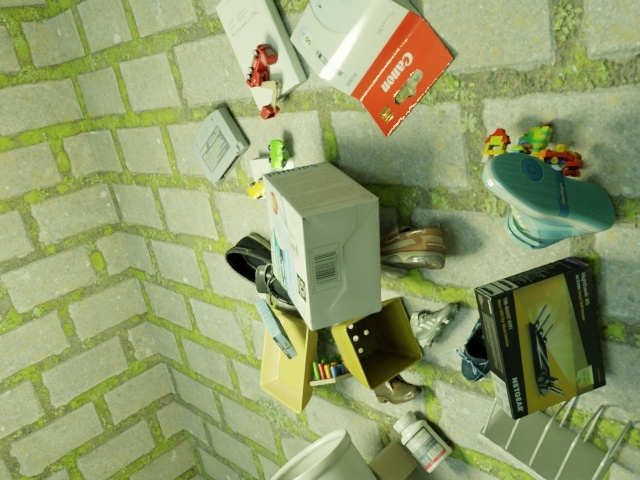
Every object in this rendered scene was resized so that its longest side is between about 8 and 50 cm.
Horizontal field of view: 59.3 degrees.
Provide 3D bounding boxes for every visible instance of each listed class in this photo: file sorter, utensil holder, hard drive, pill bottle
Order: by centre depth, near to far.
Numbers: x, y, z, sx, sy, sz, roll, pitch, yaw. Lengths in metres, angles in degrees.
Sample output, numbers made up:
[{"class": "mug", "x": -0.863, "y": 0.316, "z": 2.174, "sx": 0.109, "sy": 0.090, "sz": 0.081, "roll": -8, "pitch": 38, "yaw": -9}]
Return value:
[{"class": "file sorter", "x": 0.570, "y": 0.457, "z": 1.376, "sx": 0.278, "sy": 0.193, "sz": 0.173, "roll": 30, "pitch": 129, "yaw": 34}, {"class": "hard drive", "x": -0.188, "y": -0.608, "z": 1.733, "sx": 0.233, "sy": 0.047, "sz": 0.352, "roll": -18, "pitch": 97, "yaw": 52}, {"class": "pill bottle", "x": 0.327, "y": 0.648, "z": 1.827, "sx": 0.180, "sy": 0.108, "sz": 0.108, "roll": 45, "pitch": 139, "yaw": 22}, {"class": "utensil holder", "x": 0.063, "y": 0.878, "z": 1.851, "sx": 0.385, "sy": 0.328, "sz": 0.327, "roll": 54, "pitch": 141, "yaw": 6}]

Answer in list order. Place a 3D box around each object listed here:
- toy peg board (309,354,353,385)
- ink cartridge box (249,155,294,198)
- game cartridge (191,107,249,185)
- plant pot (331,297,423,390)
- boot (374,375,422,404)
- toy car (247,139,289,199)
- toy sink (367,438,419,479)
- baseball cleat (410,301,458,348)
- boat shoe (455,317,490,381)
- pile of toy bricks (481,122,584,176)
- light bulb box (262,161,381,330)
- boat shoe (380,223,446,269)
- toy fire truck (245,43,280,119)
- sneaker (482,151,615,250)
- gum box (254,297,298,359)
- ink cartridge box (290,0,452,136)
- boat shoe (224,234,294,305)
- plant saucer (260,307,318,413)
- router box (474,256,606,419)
[{"class": "toy peg board", "x": 0.058, "y": 0.450, "z": 1.988, "sx": 0.161, "sy": 0.161, "sz": 0.079, "roll": -28, "pitch": 75, "yaw": 52}, {"class": "ink cartridge box", "x": -0.149, "y": -0.219, "z": 1.937, "sx": 0.179, "sy": 0.045, "sz": 0.145, "roll": -1, "pitch": 111, "yaw": 29}, {"class": "game cartridge", "x": -0.382, "y": -0.354, "z": 2.098, "sx": 0.297, "sy": 0.062, "sz": 0.198, "roll": -38, "pitch": 77, "yaw": 51}, {"class": "plant pot", "x": 0.155, "y": 0.314, "z": 1.768, "sx": 0.187, "sy": 0.212, "sz": 0.212, "roll": -10, "pitch": 104, "yaw": 64}, {"class": "boot", "x": 0.236, "y": 0.475, "z": 1.852, "sx": 0.219, "sy": 0.082, "sz": 0.106, "roll": -28, "pitch": 92, "yaw": 54}, {"class": "toy car", "x": -0.132, "y": -0.226, "z": 1.863, "sx": 0.239, "sy": 0.053, "sz": 0.224, "roll": 13, "pitch": 116, "yaw": 24}, {"class": "toy sink", "x": 0.235, "y": 0.858, "z": 2.019, "sx": 0.131, "sy": 0.153, "sz": 0.234, "roll": 40, "pitch": 136, "yaw": 26}, {"class": "baseball cleat", "x": 0.317, "y": 0.228, "z": 1.627, "sx": 0.109, "sy": 0.072, "sz": 0.205, "roll": 49, "pitch": 137, "yaw": 27}, {"class": "boat shoe", "x": 0.420, "y": 0.290, "z": 1.529, "sx": 0.109, "sy": 0.089, "sz": 0.258, "roll": 29, "pitch": 131, "yaw": 36}, {"class": "pile of toy bricks", "x": 0.464, "y": -0.202, "z": 1.206, "sx": 0.212, "sy": 0.118, "sz": 0.105, "roll": 13, "pitch": 86, "yaw": 57}, {"class": "light bulb box", "x": 0.000, "y": 0.000, "z": 1.633, "sx": 0.361, "sy": 0.226, "sz": 0.357, "roll": -133, "pitch": 34, "yaw": -58}, {"class": "boat shoe", "x": 0.237, "y": 0.017, "z": 1.579, "sx": 0.324, "sy": 0.123, "sz": 0.116, "roll": -2, "pitch": 76, "yaw": 58}, {"class": "toy fire truck", "x": -0.164, "y": -0.479, "z": 1.705, "sx": 0.135, "sy": 0.047, "sz": 0.192, "roll": 48, "pitch": 138, "yaw": 17}, {"class": "sneaker", "x": 0.426, "y": -0.064, "z": 1.182, "sx": 0.208, "sy": 0.319, "sz": 0.127, "roll": -35, "pitch": 39, "yaw": 58}, {"class": "gum box", "x": -0.159, "y": 0.316, "z": 2.018, "sx": 0.184, "sy": 0.041, "sz": 0.157, "roll": 55, "pitch": 175, "yaw": 46}, {"class": "ink cartridge box", "x": 0.111, "y": -0.491, "z": 1.428, "sx": 0.385, "sy": 0.091, "sz": 0.308, "roll": 56, "pitch": 141, "yaw": 11}, {"class": "boat shoe", "x": -0.159, "y": 0.139, "z": 2.050, "sx": 0.500, "sy": 0.156, "sz": 0.186, "roll": 31, "pitch": 130, "yaw": 32}, {"class": "plant saucer", "x": -0.111, "y": 0.441, "z": 2.130, "sx": 0.333, "sy": 0.081, "sz": 0.332, "roll": 9, "pitch": 93, "yaw": 58}, {"class": "router box", "x": 0.499, "y": 0.220, "z": 1.272, "sx": 0.081, "sy": 0.243, "sz": 0.308, "roll": -137, "pitch": 30, "yaw": -73}]
